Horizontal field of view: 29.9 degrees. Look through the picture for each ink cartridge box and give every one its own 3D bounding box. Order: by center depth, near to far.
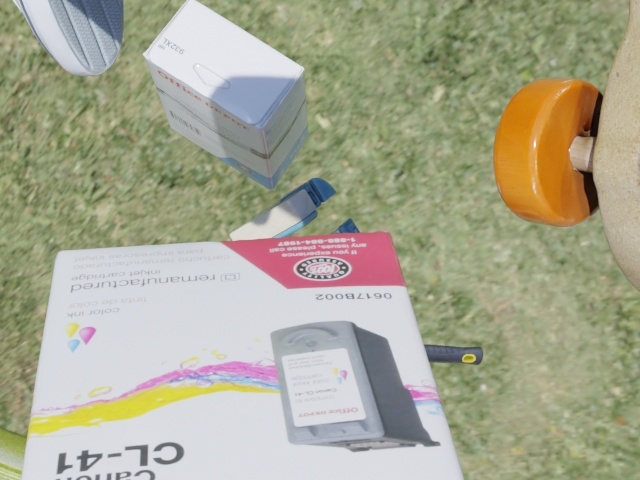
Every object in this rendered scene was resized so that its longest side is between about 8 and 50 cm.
[{"bbox_3d":[-0.045,0.126,0.672,0.226,0.306,0.131,-3,119,-6],"label":"ink cartridge box"},{"bbox_3d":[-0.145,-0.232,1.963,0.223,0.307,0.129,33,78,9],"label":"ink cartridge box"}]

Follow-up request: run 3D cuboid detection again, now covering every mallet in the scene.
[{"bbox_3d":[0.056,0.109,1.092,0.190,0.039,0.062,12,109,-19],"label":"mallet"}]

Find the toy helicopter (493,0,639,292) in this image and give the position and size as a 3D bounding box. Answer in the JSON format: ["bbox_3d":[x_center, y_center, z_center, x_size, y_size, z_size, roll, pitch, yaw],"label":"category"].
[{"bbox_3d":[0.257,-0.128,0.695,0.235,0.140,0.355,26,79,-41],"label":"toy helicopter"}]

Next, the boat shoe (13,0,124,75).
[{"bbox_3d":[-0.200,-0.218,0.800,0.083,0.076,0.226,-44,128,-46],"label":"boat shoe"}]

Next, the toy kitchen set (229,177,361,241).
[{"bbox_3d":[0.000,0.000,1.765,0.166,0.122,0.207,58,34,-5],"label":"toy kitchen set"}]

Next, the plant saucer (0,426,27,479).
[{"bbox_3d":[-0.214,0.212,0.762,0.188,0.045,0.188,19,67,5],"label":"plant saucer"}]
